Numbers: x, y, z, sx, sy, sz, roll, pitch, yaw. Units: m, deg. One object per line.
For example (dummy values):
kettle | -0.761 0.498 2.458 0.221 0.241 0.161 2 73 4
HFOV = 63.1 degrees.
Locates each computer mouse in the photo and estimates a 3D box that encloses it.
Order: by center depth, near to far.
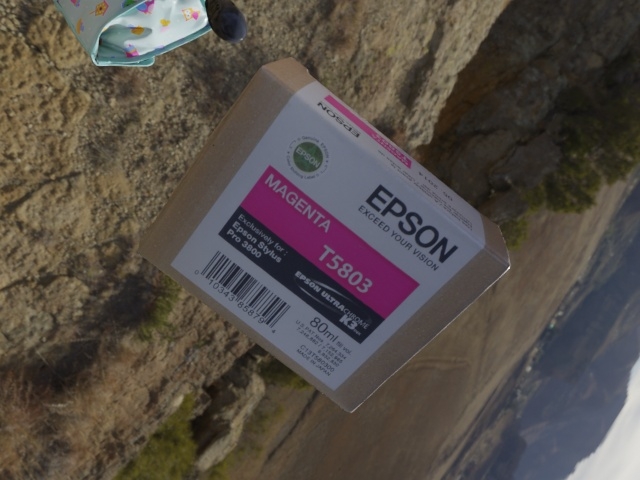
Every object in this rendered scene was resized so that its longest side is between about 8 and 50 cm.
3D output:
computer mouse | -0.166 -0.420 0.883 0.071 0.242 0.041 8 140 -37

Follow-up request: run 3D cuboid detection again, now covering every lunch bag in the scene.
lunch bag | -0.376 -0.474 1.025 0.262 0.223 0.160 -33 160 -6

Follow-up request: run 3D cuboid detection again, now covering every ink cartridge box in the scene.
ink cartridge box | 0.000 0.000 0.436 0.193 0.235 0.088 -50 -175 24
